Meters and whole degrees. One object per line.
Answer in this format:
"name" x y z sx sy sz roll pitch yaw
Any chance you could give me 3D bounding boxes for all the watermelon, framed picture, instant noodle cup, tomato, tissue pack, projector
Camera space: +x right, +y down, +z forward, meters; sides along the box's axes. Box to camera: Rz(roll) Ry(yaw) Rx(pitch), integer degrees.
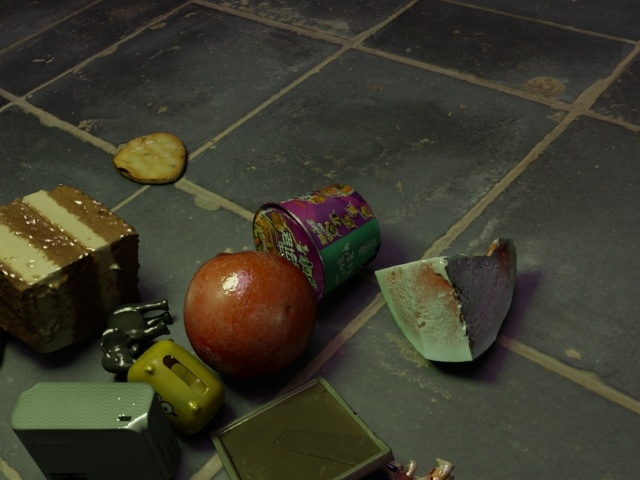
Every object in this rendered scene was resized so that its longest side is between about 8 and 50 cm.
"watermelon" 0.238 0.075 1.554 0.289 0.214 0.320 20 62 33
"framed picture" -0.047 0.355 1.345 0.247 0.022 0.335 -26 20 -14
"instant noodle cup" 0.000 0.000 1.688 0.190 0.251 0.251 -27 43 -31
"tomato" -0.141 0.149 1.524 0.264 0.265 0.265 -6 41 6
"tissue pack" -0.271 0.275 1.462 0.178 0.127 0.123 41 54 1
"projector" -0.397 0.351 1.397 0.250 0.198 0.108 -3 42 8

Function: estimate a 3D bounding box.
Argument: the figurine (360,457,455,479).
"figurine" 0.118 0.398 1.296 0.195 0.111 0.102 11 49 21

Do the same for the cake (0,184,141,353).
"cake" -0.568 0.063 1.673 0.282 0.256 0.290 31 48 24

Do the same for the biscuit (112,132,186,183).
"biscuit" -0.474 -0.228 2.186 0.203 0.041 0.260 -29 45 -24

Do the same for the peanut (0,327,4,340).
"peanut" -0.749 0.220 1.693 0.103 0.098 0.229 9 36 -16

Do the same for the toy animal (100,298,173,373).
"toy animal" -0.384 0.212 1.632 0.146 0.115 0.245 -10 19 -8
